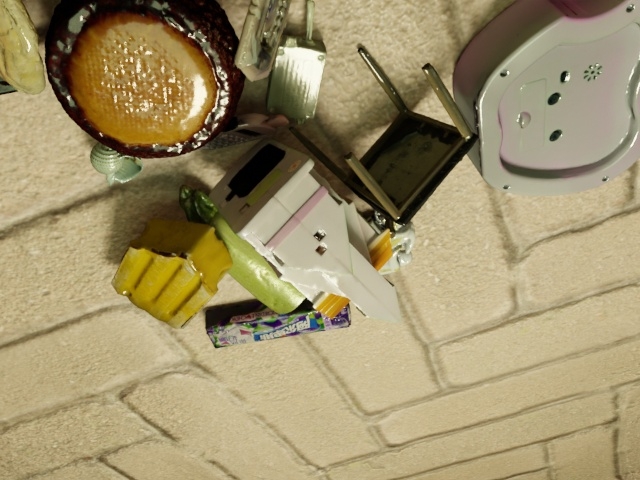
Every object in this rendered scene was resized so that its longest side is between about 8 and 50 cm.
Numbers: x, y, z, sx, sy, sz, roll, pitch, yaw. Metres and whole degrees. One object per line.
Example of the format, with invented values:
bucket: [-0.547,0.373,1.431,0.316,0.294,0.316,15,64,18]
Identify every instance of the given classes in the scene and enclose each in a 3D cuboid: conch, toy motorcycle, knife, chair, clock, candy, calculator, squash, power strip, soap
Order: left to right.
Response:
conch: [-0.317,-0.127,0.800,0.076,0.057,0.085,-8,166,-24]
soap: [-0.254,0.052,0.884,0.160,0.080,0.257,36,140,-11]
calculator: [-0.124,-0.164,0.770,0.165,0.103,0.024,-11,89,20]
squash: [-0.149,0.007,0.928,0.287,0.137,0.137,37,119,-20]
candy: [-0.090,0.169,1.101,0.312,0.061,0.088,-10,136,1]
power strip: [-0.032,-0.252,0.733,0.075,0.042,0.175,5,133,-13]
knife: [-0.017,-0.351,0.567,0.089,0.043,0.365,-4,124,-48]
clock: [0.000,0.000,0.807,0.166,0.235,0.309,-45,118,-2]
toy motorcycle: [0.105,0.017,0.984,0.151,0.074,0.229,31,112,-25]
chair: [0.123,-0.123,0.773,0.188,0.166,0.272,-50,132,-1]
clock: [0.377,-0.219,0.787,0.338,0.102,0.339,-5,133,-5]

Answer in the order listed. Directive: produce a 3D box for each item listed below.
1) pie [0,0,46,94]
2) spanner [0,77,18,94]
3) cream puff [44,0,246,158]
pie: [-0.382,-0.267,0.588,0.052,0.185,0.218,-33,141,-27]
spanner: [-0.561,-0.224,0.684,0.324,0.040,0.096,2,133,-8]
cream puff: [-0.215,-0.222,0.651,0.239,0.165,0.239,-5,133,-5]
